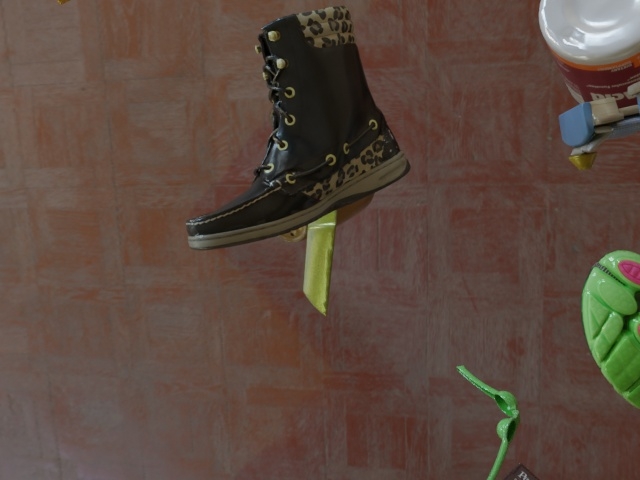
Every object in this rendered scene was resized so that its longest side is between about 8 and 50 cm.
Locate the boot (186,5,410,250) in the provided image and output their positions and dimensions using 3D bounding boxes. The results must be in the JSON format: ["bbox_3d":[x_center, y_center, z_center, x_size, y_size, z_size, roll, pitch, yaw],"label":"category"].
[{"bbox_3d":[-0.039,-0.104,0.579,0.236,0.085,0.178,-25,103,-25],"label":"boot"}]

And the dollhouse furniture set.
[{"bbox_3d":[0.528,-0.126,0.885,0.286,0.303,0.198,-11,93,6],"label":"dollhouse furniture set"}]

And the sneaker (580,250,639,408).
[{"bbox_3d":[0.574,0.198,1.061,0.185,0.202,0.483,-39,111,11],"label":"sneaker"}]

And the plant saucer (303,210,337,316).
[{"bbox_3d":[0.000,0.000,1.073,0.045,0.188,0.188,5,123,0],"label":"plant saucer"}]

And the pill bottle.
[{"bbox_3d":[0.581,-0.370,1.221,0.224,0.392,0.224,-8,74,31],"label":"pill bottle"}]

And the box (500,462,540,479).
[{"bbox_3d":[0.328,0.538,1.081,0.168,0.203,0.167,39,136,32],"label":"box"}]

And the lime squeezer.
[{"bbox_3d":[0.369,0.377,1.325,0.110,0.310,0.059,0,129,0],"label":"lime squeezer"}]

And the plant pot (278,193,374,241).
[{"bbox_3d":[-0.023,-0.107,1.560,0.237,0.254,0.237,18,129,23],"label":"plant pot"}]

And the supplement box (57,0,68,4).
[{"bbox_3d":[-0.135,-0.289,0.365,0.191,0.129,0.194,-24,140,7],"label":"supplement box"}]
